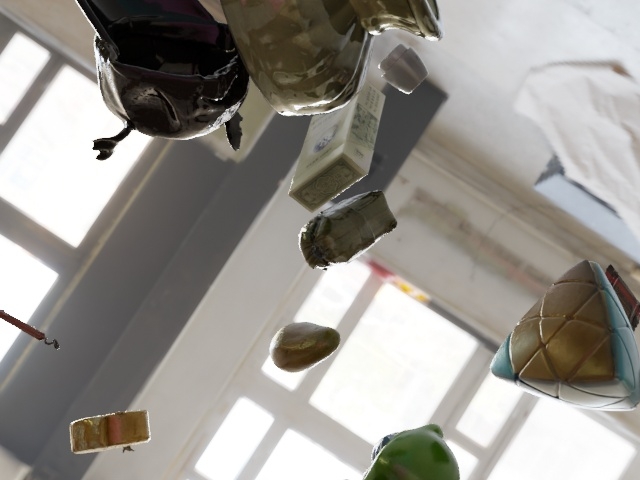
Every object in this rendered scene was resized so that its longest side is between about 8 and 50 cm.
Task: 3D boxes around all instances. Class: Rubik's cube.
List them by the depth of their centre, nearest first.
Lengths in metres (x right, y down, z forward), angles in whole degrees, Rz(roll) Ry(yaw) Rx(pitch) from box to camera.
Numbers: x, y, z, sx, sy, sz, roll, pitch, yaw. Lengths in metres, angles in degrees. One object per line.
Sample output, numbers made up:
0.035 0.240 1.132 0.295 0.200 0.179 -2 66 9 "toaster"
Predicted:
0.433 0.195 1.485 0.254 0.254 0.254 32 174 4 "Rubik's cube"

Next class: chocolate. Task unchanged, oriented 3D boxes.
0.687 0.137 2.231 0.182 0.086 0.028 43 157 -27 "chocolate"

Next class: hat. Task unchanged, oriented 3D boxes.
-0.240 -0.236 1.382 0.238 0.209 0.336 -22 -126 -41 "hat"

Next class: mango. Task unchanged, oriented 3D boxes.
-0.041 0.252 2.315 0.099 0.136 0.227 48 146 -20 "mango"

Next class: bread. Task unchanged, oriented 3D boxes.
-0.399 0.366 1.836 0.149 0.073 0.122 -17 165 28 "bread"

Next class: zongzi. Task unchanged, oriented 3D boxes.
0.000 0.000 2.175 0.274 0.251 0.125 -18 99 44 "zongzi"

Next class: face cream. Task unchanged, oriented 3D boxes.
0.183 -0.379 2.148 0.095 0.091 0.091 43 173 -5 "face cream"

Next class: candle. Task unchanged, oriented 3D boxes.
-0.602 0.179 1.994 0.167 0.021 0.026 26 172 11 "candle"

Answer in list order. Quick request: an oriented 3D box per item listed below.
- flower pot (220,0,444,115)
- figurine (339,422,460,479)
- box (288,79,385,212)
0.017 -0.335 1.300 0.307 0.244 0.307 -18 -90 -77 "flower pot"
0.103 0.376 1.429 0.143 0.263 0.162 -13 101 51 "figurine"
0.036 -0.192 1.943 0.069 0.256 0.164 38 130 -22 "box"
